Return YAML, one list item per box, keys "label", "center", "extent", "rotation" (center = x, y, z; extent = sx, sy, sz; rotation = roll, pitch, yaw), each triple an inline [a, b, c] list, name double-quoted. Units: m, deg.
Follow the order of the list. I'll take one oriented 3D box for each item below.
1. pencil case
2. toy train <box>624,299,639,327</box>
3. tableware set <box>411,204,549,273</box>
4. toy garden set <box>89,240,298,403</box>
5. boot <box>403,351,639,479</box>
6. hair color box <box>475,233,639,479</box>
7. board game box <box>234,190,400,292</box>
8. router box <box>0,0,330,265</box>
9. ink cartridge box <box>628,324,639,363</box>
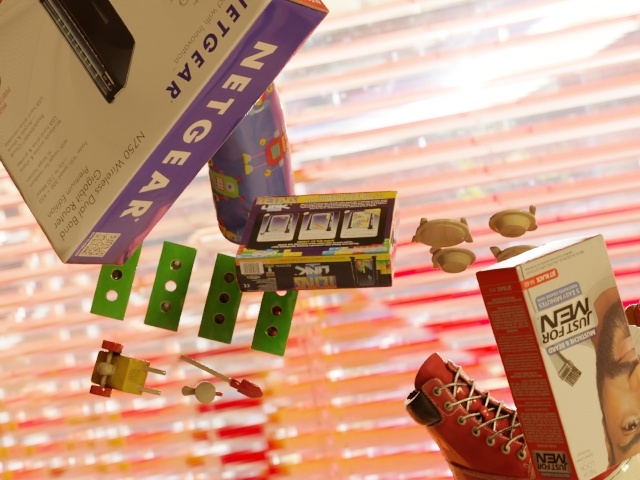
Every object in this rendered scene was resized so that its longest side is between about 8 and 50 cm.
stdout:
- label: "pencil case"
  center: [-0.112, -0.138, 1.726]
  extent: [0.133, 0.306, 0.119]
  rotation: [13, -136, 27]
- label: "toy train"
  center: [0.517, 0.121, 2.021]
  extent: [0.105, 0.248, 0.143]
  rotation: [7, 154, -43]
- label: "tableware set"
  center: [0.194, 0.003, 1.488]
  extent: [0.168, 0.020, 0.141]
  rotation: [-5, 150, 9]
- label: "toy garden set"
  center: [-0.165, 0.113, 1.550]
  extent: [0.244, 0.204, 0.049]
  rotation: [14, 173, -5]
- label: "boot"
  center: [0.174, 0.175, 1.153]
  extent: [0.088, 0.176, 0.244]
  rotation: [-38, -173, -30]
- label: "hair color box"
  center: [0.188, 0.088, 0.939]
  extent: [0.093, 0.167, 0.053]
  rotation: [-19, -176, -32]
- label: "board game box"
  center: [0.000, 0.000, 1.388]
  extent: [0.170, 0.048, 0.141]
  rotation: [-2, -151, 10]
- label: "router box"
  center: [-0.192, -0.197, 1.169]
  extent: [0.335, 0.301, 0.082]
  rotation: [-49, 152, 24]
- label: "ink cartridge box"
  center: [0.407, 0.172, 1.762]
  extent: [0.150, 0.109, 0.063]
  rotation: [13, -141, 29]
